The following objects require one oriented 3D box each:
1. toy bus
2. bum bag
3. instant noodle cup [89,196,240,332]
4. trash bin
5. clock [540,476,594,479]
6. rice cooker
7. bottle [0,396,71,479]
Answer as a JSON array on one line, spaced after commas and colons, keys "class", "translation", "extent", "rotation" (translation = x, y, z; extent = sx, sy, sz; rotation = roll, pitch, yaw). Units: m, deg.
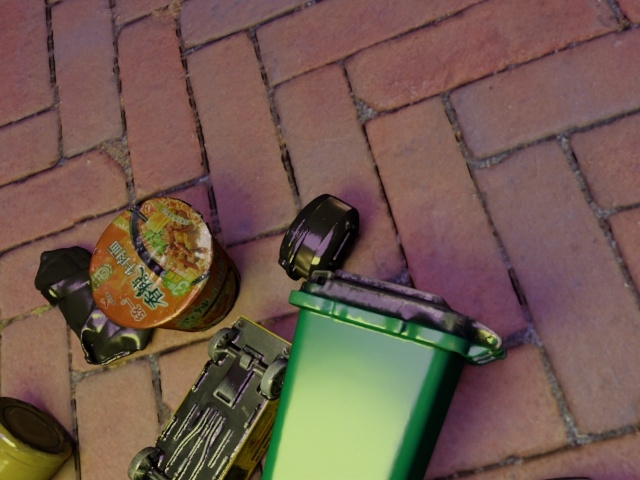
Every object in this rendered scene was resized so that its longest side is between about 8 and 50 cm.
[{"class": "toy bus", "translation": [-0.153, 0.299, 0.990], "extent": [0.144, 0.152, 0.330], "rotation": [25, 76, 30]}, {"class": "bum bag", "translation": [-0.454, 0.120, 1.194], "extent": [0.326, 0.079, 0.142], "rotation": [38, 81, 27]}, {"class": "instant noodle cup", "translation": [-0.257, 0.063, 1.096], "extent": [0.231, 0.182, 0.230], "rotation": [-6, 68, 15]}, {"class": "trash bin", "translation": [0.079, 0.259, 0.888], "extent": [0.295, 0.259, 0.380], "rotation": [14, 81, 22]}, {"class": "clock", "translation": [0.350, 0.475, 0.789], "extent": [0.339, 0.102, 0.338], "rotation": [-6, 68, 15]}, {"class": "rice cooker", "translation": [0.000, 0.000, 1.080], "extent": [0.107, 0.112, 0.165], "rotation": [22, 78, 18]}, {"class": "bottle", "translation": [-0.612, 0.456, 1.066], "extent": [0.172, 0.171, 0.351], "rotation": [38, 86, 26]}]
